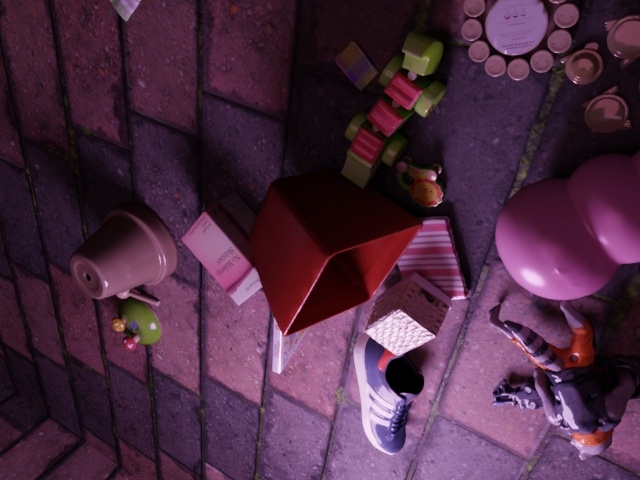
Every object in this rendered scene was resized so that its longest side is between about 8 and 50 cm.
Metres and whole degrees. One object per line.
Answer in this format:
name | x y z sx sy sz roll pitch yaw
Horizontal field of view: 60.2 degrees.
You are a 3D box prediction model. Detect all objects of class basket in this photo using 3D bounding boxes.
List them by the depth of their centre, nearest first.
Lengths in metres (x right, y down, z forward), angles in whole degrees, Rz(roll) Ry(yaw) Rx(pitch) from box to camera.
basket | 0.186 0.166 1.206 0.113 0.103 0.167 37 142 -6

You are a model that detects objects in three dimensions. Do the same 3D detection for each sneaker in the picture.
sneaker | 0.186 0.389 1.350 0.148 0.131 0.350 3 118 38

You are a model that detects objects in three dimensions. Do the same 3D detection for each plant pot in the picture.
plant pot | 0.000 0.000 1.164 0.235 0.267 0.267 50 135 24
plant pot | -0.593 0.050 1.612 0.263 0.229 0.263 17 125 27

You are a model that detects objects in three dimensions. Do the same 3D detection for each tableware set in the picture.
tableware set | 0.461 -0.254 0.853 0.141 0.020 0.168 -24 102 42

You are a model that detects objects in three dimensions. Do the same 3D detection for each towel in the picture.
towel | 0.071 -0.340 1.073 0.083 0.009 0.060 50 131 -2
towel | 0.230 0.039 1.183 0.144 0.029 0.197 -4 114 38
towel | -0.451 -0.595 1.264 0.152 0.023 0.113 -33 95 42

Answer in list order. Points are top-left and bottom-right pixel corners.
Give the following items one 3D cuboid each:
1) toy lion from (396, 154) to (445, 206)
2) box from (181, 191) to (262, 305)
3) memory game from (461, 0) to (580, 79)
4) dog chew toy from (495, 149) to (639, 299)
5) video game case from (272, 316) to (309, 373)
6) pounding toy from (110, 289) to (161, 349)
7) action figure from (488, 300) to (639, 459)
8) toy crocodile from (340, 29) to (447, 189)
toy lion | 0.202 -0.114 1.109 0.100 0.034 0.096 20 134 24
box | -0.212 0.021 1.403 0.232 0.127 0.149 49 132 0
memory game | 0.319 -0.353 0.895 0.186 0.012 0.186 16 124 25
dog chew toy | 0.452 -0.042 0.877 0.332 0.206 0.206 -35 94 34
video game case | -0.054 0.168 1.317 0.026 0.227 0.206 16 125 17
pounding toy | -0.639 0.277 1.857 0.183 0.110 0.236 26 129 19
action figure | 0.445 0.277 1.085 0.341 0.178 0.330 -32 87 40
toy crocodile | 0.127 -0.231 1.035 0.115 0.105 0.340 40 132 8
